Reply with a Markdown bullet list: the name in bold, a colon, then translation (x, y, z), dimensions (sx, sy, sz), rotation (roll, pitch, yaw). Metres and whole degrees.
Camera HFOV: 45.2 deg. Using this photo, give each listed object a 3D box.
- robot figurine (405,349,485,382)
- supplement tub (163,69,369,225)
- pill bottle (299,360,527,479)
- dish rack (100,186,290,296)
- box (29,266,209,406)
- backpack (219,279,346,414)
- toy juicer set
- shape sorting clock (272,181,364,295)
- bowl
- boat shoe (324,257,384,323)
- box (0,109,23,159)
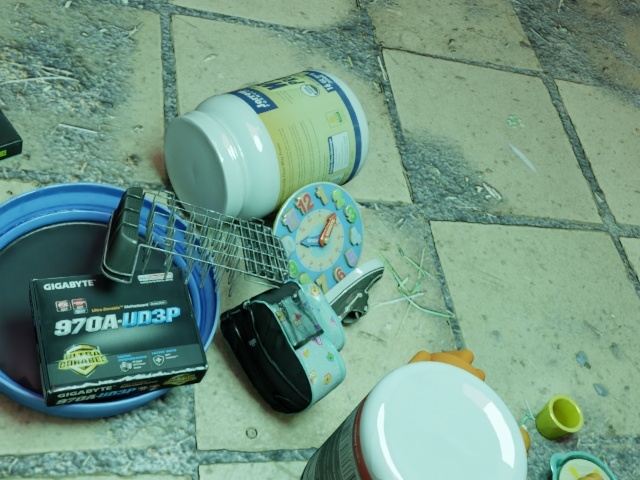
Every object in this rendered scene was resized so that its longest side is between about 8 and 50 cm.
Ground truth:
- **robot figurine**: translation (0.188, 0.270, 1.243), dimensions (0.128, 0.158, 0.219), rotation (24, 45, 24)
- **supplement tub**: translation (-0.095, -0.166, 1.373), dimensions (0.316, 0.228, 0.228), rotation (-24, 68, -36)
- **pill bottle**: translation (0.090, 0.326, 1.001), dimensions (0.210, 0.363, 0.210), rotation (12, 52, -15)
- **dish rack**: translation (-0.182, 0.009, 1.159), dimensions (0.271, 0.074, 0.208), rotation (16, 24, -17)
- **box**: translation (-0.286, 0.130, 1.085), dimensions (0.220, 0.051, 0.175), rotation (-4, 57, -27)
- **backpack**: translation (-0.047, 0.167, 1.189), dimensions (0.144, 0.166, 0.188), rotation (-20, 83, -41)
- **toy juicer set**: translation (0.406, 0.422, 1.251), dimensions (0.209, 0.089, 0.329), rotation (-8, 60, -29)
- **shape sorting clock**: translation (0.000, 0.000, 1.343), dimensions (0.206, 0.040, 0.206), rotation (-3, 96, -37)
- **bowl**: translation (-0.351, 0.086, 1.174), dimensions (0.391, 0.077, 0.391), rotation (12, 52, -16)
- **boat shoe**: translation (0.045, 0.112, 1.335), dimensions (0.219, 0.078, 0.070), rotation (-37, 75, -30)
- **box**: translation (-0.628, -0.194, 1.280), dimensions (0.184, 0.045, 0.190), rotation (-29, 71, -34)
